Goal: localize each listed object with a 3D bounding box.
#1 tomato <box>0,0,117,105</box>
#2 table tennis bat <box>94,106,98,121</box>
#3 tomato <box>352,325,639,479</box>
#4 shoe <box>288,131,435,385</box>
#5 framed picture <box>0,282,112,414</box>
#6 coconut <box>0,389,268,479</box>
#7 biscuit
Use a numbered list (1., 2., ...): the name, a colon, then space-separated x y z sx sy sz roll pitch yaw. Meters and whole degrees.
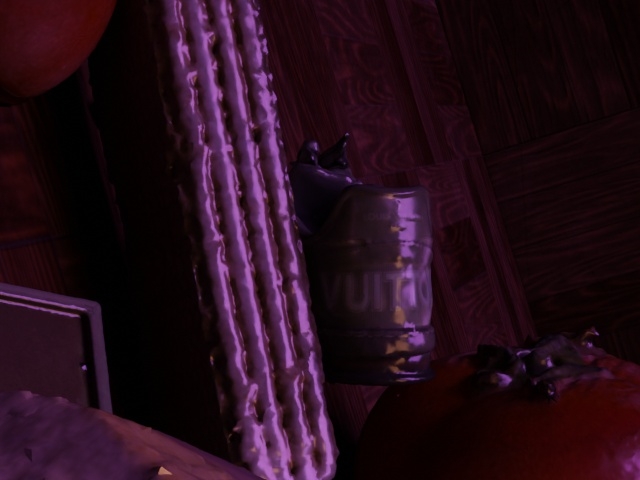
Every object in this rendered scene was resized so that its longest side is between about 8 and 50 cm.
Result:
1. tomato: -0.171 -0.203 1.110 0.199 0.112 0.228 -91 162 -56
2. table tennis bat: -0.137 -0.107 1.343 0.156 0.013 0.087 -73 146 -71
3. tomato: 0.181 0.237 1.580 0.321 0.322 0.321 -17 90 -77
4. shoe: -0.002 -0.001 1.250 0.293 0.109 0.149 -157 -109 -64
5. framed picture: -0.152 0.104 0.817 0.150 0.015 0.203 12 53 -34
6. coconut: -0.077 0.201 0.574 0.309 0.297 0.297 33 41 -63
7. biscuit: -0.080 -0.040 1.183 0.144 0.079 0.426 -31 -113 60
